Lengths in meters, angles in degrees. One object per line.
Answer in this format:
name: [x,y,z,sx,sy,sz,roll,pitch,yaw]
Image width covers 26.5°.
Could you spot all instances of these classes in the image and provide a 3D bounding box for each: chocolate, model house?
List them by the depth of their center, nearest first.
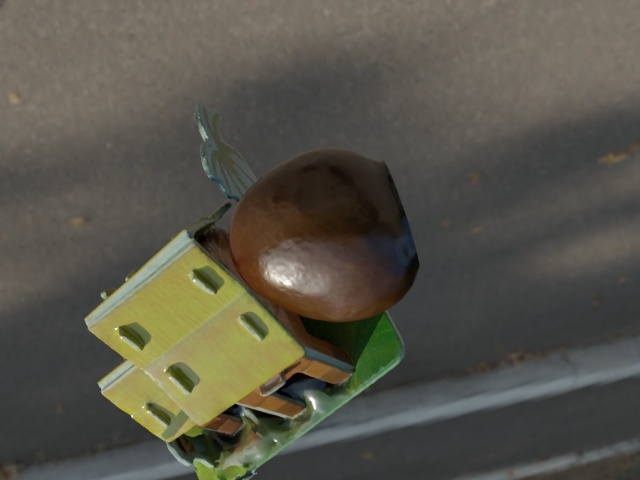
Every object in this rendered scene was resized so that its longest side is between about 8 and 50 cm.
chocolate: [0.000,0.000,1.241,0.177,0.176,0.176,-13,157,-6]
model house: [-0.151,0.052,1.498,0.300,0.340,0.324,-37,150,16]
